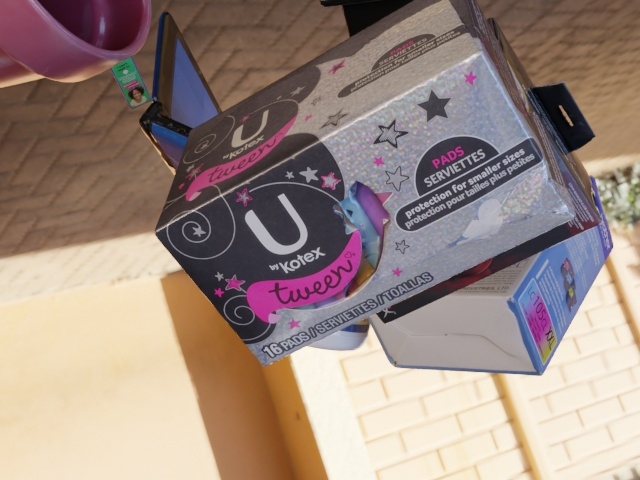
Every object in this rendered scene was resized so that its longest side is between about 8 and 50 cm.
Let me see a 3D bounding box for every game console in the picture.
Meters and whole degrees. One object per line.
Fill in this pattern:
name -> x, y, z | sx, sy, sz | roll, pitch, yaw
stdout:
game console -> -0.117, -0.133, 1.285 | 0.173, 0.250, 0.293 | -59, 156, -16

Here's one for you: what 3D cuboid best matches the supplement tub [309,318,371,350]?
supplement tub -> 0.000, 0.000, 1.552 | 0.235, 0.325, 0.235 | 14, -177, -1

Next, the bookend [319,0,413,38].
bookend -> 0.054, -0.205, 0.811 | 0.072, 0.156, 0.157 | -5, 145, 12

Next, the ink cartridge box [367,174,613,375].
ink cartridge box -> 0.285, 0.030, 1.485 | 0.270, 0.151, 0.395 | -2, -146, 40

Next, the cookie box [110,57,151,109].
cookie box -> -0.324, -0.284, 1.535 | 0.040, 0.092, 0.107 | -27, 131, -6

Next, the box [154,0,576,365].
box -> 0.028, -0.051, 0.670 | 0.247, 0.142, 0.163 | -28, -154, 18

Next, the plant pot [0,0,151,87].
plant pot -> -0.270, -0.207, 0.760 | 0.180, 0.201, 0.201 | -20, 167, 23

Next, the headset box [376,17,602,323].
headset box -> 0.133, -0.071, 0.973 | 0.293, 0.110, 0.218 | -27, 120, 22
